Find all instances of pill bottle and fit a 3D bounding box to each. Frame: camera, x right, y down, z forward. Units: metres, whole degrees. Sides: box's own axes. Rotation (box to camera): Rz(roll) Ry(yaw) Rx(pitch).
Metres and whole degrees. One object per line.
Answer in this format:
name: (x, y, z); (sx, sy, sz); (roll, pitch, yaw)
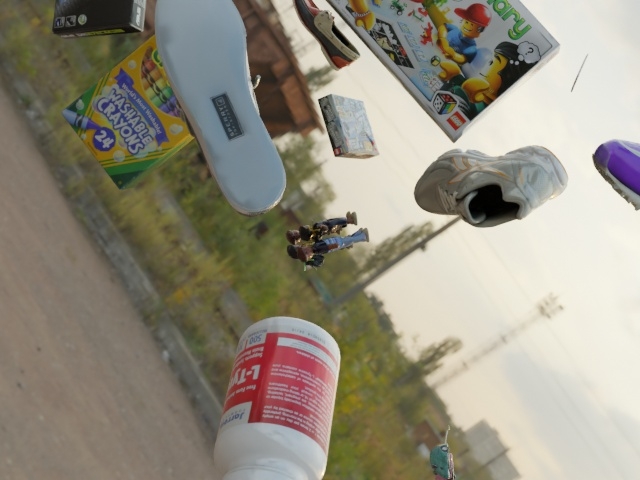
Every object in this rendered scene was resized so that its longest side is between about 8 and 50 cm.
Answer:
pill bottle: (-0.090, 0.376, 2.012); (0.229, 0.229, 0.408); (58, 28, -37)

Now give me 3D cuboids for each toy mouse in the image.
toy mouse: (0.187, 0.355, 1.504); (0.161, 0.031, 0.143); (56, 31, -68)

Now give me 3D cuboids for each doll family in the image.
doll family: (0.000, 0.000, 1.521); (0.193, 0.111, 0.076); (139, -62, -72)

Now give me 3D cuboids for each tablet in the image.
tablet: (0.579, -0.375, 2.196); (0.006, 0.083, 0.054); (23, -35, 10)

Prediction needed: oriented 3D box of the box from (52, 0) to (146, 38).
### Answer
box: (-0.399, -0.470, 1.802); (0.045, 0.184, 0.191); (18, 76, -60)

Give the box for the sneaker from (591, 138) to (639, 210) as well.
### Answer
sneaker: (0.436, -0.079, 1.045); (0.293, 0.146, 0.102); (18, 26, -13)

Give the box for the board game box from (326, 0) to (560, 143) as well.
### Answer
board game box: (0.157, -0.312, 1.364); (0.305, 0.193, 0.053); (49, 4, 9)

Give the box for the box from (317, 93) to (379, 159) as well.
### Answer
box: (0.045, -0.175, 1.531); (0.137, 0.027, 0.094); (-5, 78, -66)

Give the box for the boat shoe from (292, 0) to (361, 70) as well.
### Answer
boat shoe: (0.007, -0.315, 1.448); (0.137, 0.043, 0.049); (55, 33, -18)

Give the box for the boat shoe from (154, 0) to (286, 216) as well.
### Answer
boat shoe: (-0.124, -0.176, 1.220); (0.306, 0.113, 0.105); (65, -12, -1)

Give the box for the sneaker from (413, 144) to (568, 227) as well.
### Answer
sneaker: (0.212, -0.068, 1.392); (0.262, 0.121, 0.099); (-8, -64, 52)

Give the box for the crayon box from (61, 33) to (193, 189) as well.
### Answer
crayon box: (-0.341, -0.281, 2.016); (0.203, 0.323, 0.083); (52, 9, -1)
